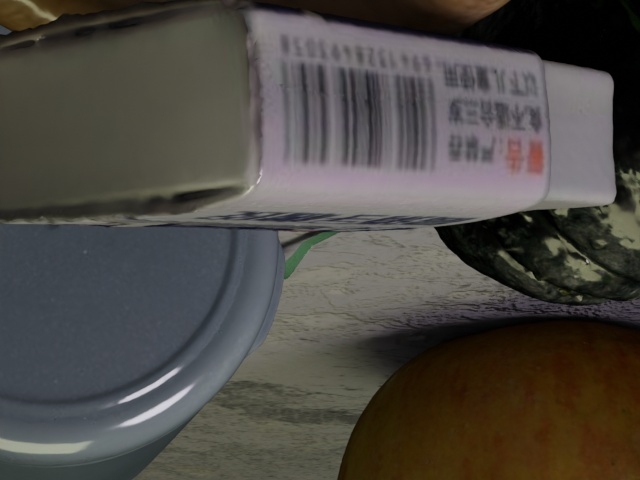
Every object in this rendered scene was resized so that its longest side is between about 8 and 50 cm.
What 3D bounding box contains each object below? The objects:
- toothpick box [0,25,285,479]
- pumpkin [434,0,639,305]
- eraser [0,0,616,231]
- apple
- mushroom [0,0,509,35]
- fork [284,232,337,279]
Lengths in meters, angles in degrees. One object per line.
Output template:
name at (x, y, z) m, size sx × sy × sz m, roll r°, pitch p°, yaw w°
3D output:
toothpick box at (-0.174, 0.050, 1.052) m, size 0.263 × 0.263 × 0.354 m, roll 2°, pitch 164°, yaw -12°
pumpkin at (0.139, -0.067, 0.798) m, size 0.220 × 0.162 × 0.220 m, roll -33°, pitch 179°, yaw -1°
eraser at (0.000, -0.037, 0.638) m, size 0.124 × 0.068 × 0.210 m, roll -6°, pitch 175°, yaw 39°
apple at (0.201, 0.236, 1.608) m, size 0.400 × 0.333 × 0.400 m, roll -11°, pitch 149°, yaw -7°
mushroom at (-0.033, -0.150, 0.593) m, size 0.278 × 0.146 × 0.278 m, roll -2°, pitch 149°, yaw -1°
fork at (0.000, 0.002, 1.308) m, size 0.039 × 0.021 × 0.235 m, roll 8°, pitch 161°, yaw -36°
